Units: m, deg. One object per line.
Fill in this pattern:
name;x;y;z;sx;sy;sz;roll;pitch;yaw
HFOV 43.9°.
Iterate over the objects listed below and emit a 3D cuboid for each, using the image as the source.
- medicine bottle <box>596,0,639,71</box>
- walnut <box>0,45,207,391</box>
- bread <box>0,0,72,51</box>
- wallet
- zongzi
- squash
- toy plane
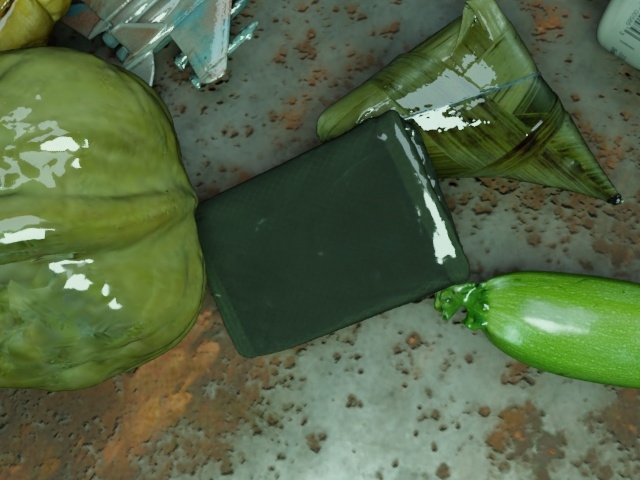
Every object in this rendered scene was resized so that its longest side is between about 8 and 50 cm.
medicine bottle;0.431;-0.185;0.772;0.289;0.157;0.157;38;77;12
walnut;-0.242;-0.013;0.683;0.277;0.253;0.282;-8;71;0
bread;-0.336;-0.250;0.807;0.198;0.120;0.236;6;69;44
wallet;0.000;0.000;0.740;0.245;0.052;0.168;-23;89;19
zongzi;0.139;-0.080;0.779;0.221;0.112;0.242;-33;87;3
squash;0.292;0.085;0.720;0.379;0.101;0.101;9;73;0
toy plane;-0.115;-0.294;0.845;0.326;0.104;0.223;-39;76;-7
